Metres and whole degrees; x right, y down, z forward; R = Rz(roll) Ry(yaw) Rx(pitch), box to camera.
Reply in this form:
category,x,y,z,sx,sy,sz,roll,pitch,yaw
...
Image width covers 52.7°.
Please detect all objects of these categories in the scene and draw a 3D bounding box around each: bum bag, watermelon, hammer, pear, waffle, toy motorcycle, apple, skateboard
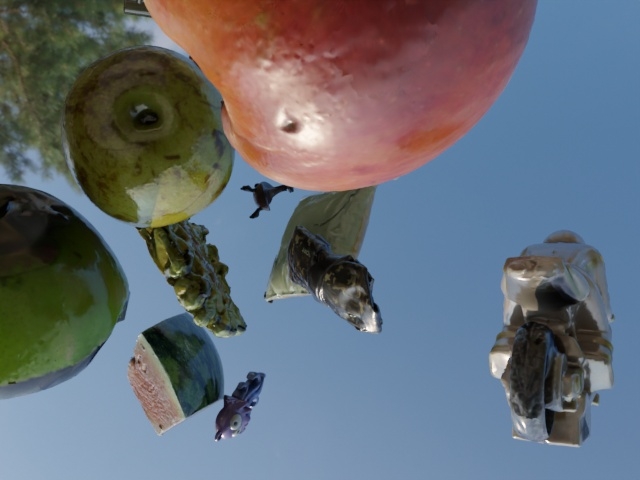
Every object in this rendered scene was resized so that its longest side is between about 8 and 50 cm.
category,x,y,z,sx,sy,sz,roll,pitch,yaw
bum bag,0.012,0.052,0.955,0.069,0.102,0.248,-34,-146,-22
watermelon,-0.324,0.279,1.354,0.201,0.262,0.213,-32,-99,5
hammer,-0.224,-0.329,0.806,0.035,0.110,0.019,1,-128,-20
pear,-0.467,0.032,0.940,0.399,0.399,0.165,40,-55,36
waffle,-0.238,0.045,1.201,0.073,0.297,0.317,-31,-111,1
pear,-0.264,-0.156,1.006,0.284,0.283,0.283,-11,-121,19
toy motorcycle,0.235,0.090,0.638,0.108,0.341,0.223,1,-102,27
apple,0.009,-0.169,0.418,0.251,0.293,0.163,-36,-169,4
skateboard,-0.102,-0.096,1.300,0.080,0.151,0.067,-15,-79,11

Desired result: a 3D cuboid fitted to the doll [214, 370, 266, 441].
category,x,y,z,sx,sy,sz,roll,pitch,yaw
doll,-0.169,0.348,1.376,0.067,0.110,0.206,9,-143,23

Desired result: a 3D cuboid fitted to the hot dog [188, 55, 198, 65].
category,x,y,z,sx,sy,sz,roll,pitch,yaw
hot dog,-0.192,-0.328,1.144,0.144,0.038,0.062,-16,-93,45

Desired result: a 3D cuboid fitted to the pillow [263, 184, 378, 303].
category,x,y,z,sx,sy,sz,roll,pitch,yaw
pillow,0.000,0.000,1.519,0.310,0.119,0.312,-14,-126,56
